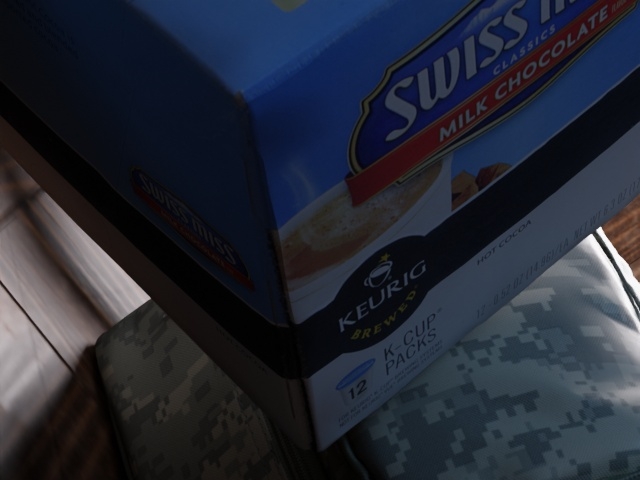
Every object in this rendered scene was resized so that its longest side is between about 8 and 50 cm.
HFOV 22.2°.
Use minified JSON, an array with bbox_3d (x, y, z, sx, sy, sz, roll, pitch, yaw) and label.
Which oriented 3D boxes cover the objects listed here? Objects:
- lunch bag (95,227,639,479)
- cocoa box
[{"bbox_3d":[0.058,0.098,0.798,0.212,0.256,0.305,44,15,-40],"label":"lunch bag"},{"bbox_3d":[-0.040,-0.134,0.705,0.347,0.231,0.228,42,-23,30],"label":"cocoa box"}]
